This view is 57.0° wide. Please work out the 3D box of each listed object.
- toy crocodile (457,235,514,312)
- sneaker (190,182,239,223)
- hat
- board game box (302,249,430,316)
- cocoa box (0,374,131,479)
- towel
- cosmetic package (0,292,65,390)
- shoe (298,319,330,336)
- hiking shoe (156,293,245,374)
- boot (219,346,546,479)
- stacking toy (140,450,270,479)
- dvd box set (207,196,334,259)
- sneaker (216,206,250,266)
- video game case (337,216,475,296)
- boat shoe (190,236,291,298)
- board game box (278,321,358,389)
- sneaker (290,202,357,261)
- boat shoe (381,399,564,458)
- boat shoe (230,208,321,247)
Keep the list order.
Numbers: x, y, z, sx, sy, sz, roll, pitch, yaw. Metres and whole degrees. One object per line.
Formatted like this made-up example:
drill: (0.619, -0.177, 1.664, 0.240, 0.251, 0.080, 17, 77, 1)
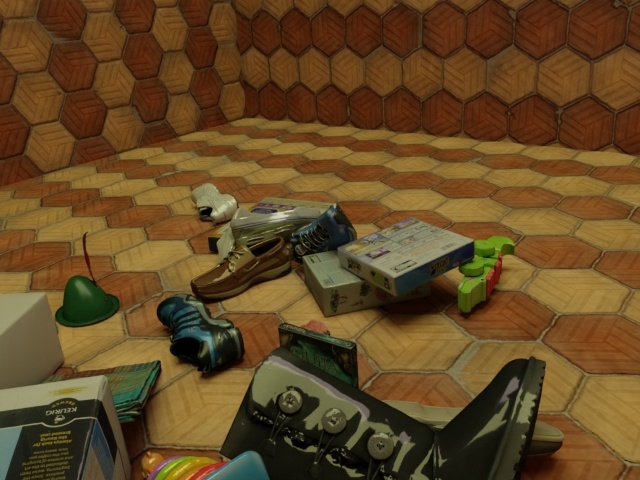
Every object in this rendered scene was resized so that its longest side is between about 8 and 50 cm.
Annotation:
toy crocodile: (0.442, 0.086, 1.594, 0.105, 0.115, 0.340, 8, 25, 27)
sneaker: (-0.437, -0.144, 2.301, 0.129, 0.111, 0.297, -27, 30, -31)
hat: (-0.666, 0.109, 1.630, 0.172, 0.184, 0.208, -23, 29, -37)
board game box: (0.124, 0.097, 1.648, 0.303, 0.098, 0.224, -11, 25, -12)
cocoa box: (-0.487, 0.381, 0.880, 0.346, 0.232, 0.228, -7, 30, -7)
towel: (-0.469, 0.303, 1.170, 0.271, 0.040, 0.370, -6, 2, -8)
cosmetic package: (-0.706, 0.276, 1.231, 0.155, 0.197, 0.366, -3, 21, 5)
shoe: (-0.002, 0.236, 1.376, 0.081, 0.064, 0.178, -23, 25, -28)
hiking shoe: (-0.320, 0.215, 1.416, 0.304, 0.113, 0.132, 17, 30, 40)
boot: (0.106, 0.283, 0.972, 0.444, 0.146, 0.367, 15, 53, 27)
stacking toy: (-0.217, 0.403, 0.941, 0.165, 0.175, 0.301, -25, 19, -37)
dvd box set: (-0.155, -0.050, 2.081, 0.307, 0.062, 0.420, 6, 25, 22)
sneaker: (-0.288, -0.009, 1.880, 0.094, 0.080, 0.212, -8, 59, 35)
video game case: (0.223, 0.034, 1.557, 0.269, 0.061, 0.244, -22, 28, -26)
boat shoe: (-0.233, 0.070, 1.735, 0.323, 0.120, 0.122, -21, 28, -35)
board game box: (-0.006, 0.254, 1.258, 0.186, 0.126, 0.026, 10, 27, 32)
sneaker: (0.000, 0.000, 1.754, 0.147, 0.130, 0.330, -31, -9, -24)
boat shoe: (0.251, 0.355, 1.050, 0.334, 0.096, 0.112, 5, 4, 10)
boat shoe: (-0.138, -0.041, 1.864, 0.302, 0.094, 0.109, -10, 2, -23)
